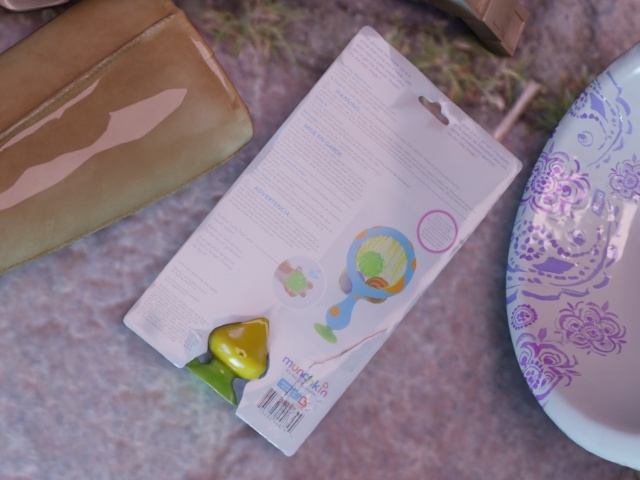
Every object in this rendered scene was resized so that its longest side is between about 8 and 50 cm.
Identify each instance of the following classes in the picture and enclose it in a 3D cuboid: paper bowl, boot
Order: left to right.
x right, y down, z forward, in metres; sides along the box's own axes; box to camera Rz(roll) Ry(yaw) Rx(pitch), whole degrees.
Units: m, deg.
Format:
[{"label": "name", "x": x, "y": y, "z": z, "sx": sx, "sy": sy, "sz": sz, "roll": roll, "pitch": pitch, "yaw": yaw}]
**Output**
[{"label": "boot", "x": -0.212, "y": -0.084, "z": 0.835, "sx": 0.269, "sy": 0.089, "sz": 0.236, "roll": -36, "pitch": 97, "yaw": -20}, {"label": "paper bowl", "x": 0.261, "y": 0.012, "z": 0.852, "sx": 0.148, "sy": 0.284, "sz": 0.284, "roll": 22, "pitch": 77, "yaw": -34}]

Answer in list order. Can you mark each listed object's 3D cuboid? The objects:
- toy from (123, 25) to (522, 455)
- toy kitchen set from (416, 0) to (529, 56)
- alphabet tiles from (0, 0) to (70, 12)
[{"label": "toy", "x": 0.000, "y": 0.000, "z": 0.894, "sx": 0.137, "sy": 0.056, "sz": 0.237, "roll": 41, "pitch": 80, "yaw": -11}, {"label": "toy kitchen set", "x": 0.096, "y": -0.177, "z": 0.956, "sx": 0.083, "sy": 0.075, "sz": 0.068, "roll": 35, "pitch": 75, "yaw": -50}, {"label": "alphabet tiles", "x": -0.153, "y": -0.290, "z": 0.904, "sx": 0.284, "sy": 0.021, "sz": 0.278, "roll": -13, "pitch": 89, "yaw": -17}]
